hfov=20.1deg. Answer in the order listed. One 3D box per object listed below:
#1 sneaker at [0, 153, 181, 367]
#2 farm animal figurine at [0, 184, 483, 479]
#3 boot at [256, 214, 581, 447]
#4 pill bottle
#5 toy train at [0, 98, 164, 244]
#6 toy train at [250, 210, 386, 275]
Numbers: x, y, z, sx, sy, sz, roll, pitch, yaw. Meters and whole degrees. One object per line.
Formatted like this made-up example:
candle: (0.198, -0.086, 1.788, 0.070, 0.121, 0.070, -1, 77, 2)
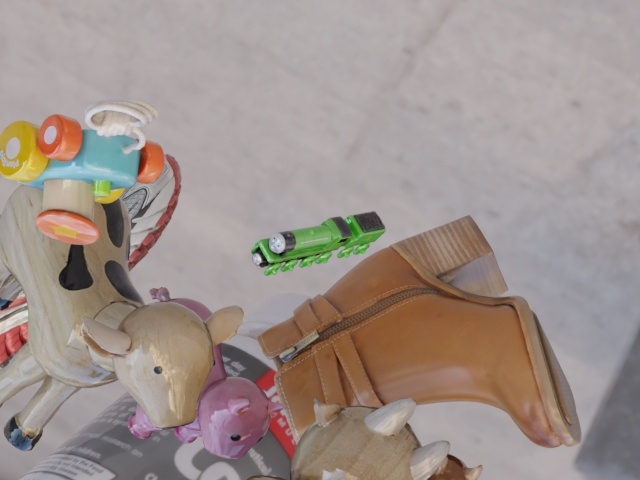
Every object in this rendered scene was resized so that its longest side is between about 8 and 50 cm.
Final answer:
sneaker: (-0.188, 0.011, 1.194, 0.093, 0.225, 0.088, 54, 178, -4)
farm animal figurine: (-0.039, 0.126, 0.841, 0.330, 0.327, 0.172, 38, 125, -14)
boot: (0.053, 0.079, 1.020, 0.073, 0.152, 0.197, 62, 180, -35)
pill bottle: (-0.081, 0.164, 1.228, 0.161, 0.283, 0.161, 27, 137, 28)
toy train: (-0.147, -0.030, 0.734, 0.166, 0.046, 0.125, 4, 170, 2)
toy train: (0.000, 0.000, 0.843, 0.023, 0.083, 0.017, -43, 71, 35)
